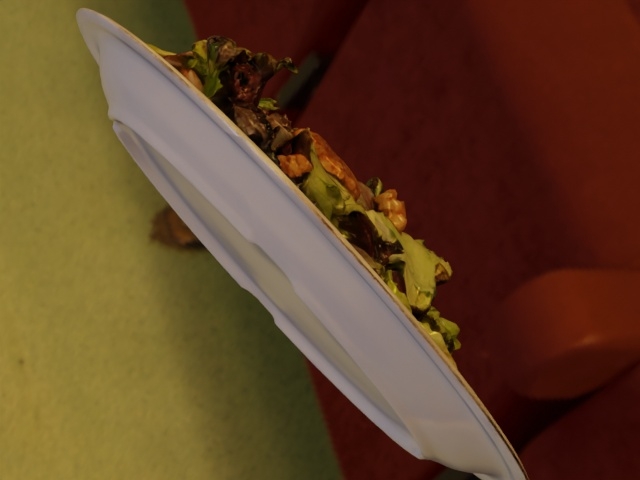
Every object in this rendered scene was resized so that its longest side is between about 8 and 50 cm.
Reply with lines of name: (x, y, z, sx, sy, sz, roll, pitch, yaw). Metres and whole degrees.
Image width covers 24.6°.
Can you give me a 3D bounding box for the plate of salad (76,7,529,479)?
plate of salad: (0.000, 0.000, 0.451, 0.048, 0.200, 0.200, -42, 77, -7)
